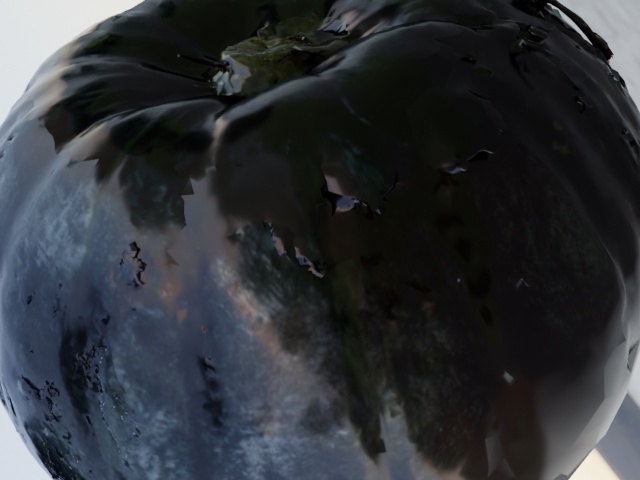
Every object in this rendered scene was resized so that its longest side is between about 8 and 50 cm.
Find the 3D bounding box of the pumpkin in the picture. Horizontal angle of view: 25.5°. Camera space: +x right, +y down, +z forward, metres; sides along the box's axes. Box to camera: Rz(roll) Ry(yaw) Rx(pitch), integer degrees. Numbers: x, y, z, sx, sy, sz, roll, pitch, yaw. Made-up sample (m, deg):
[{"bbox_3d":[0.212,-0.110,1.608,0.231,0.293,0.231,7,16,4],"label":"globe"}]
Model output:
[{"bbox_3d":[0.000,0.000,0.469,0.233,0.233,0.163,-120,15,-59],"label":"pumpkin"}]
